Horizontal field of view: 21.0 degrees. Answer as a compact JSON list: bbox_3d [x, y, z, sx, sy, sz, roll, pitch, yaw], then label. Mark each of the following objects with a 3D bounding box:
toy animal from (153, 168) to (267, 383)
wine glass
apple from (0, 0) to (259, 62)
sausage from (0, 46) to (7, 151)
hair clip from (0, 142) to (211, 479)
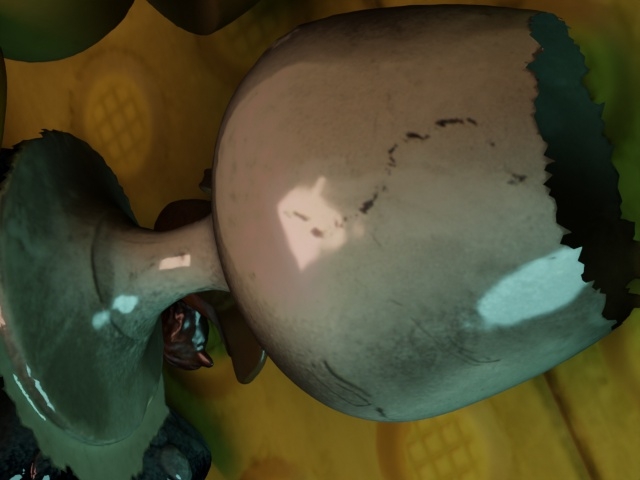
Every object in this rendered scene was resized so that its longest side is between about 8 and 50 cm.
[{"bbox_3d":[-0.047,0.041,1.134,0.188,0.089,0.179,40,127,31],"label":"toy animal"},{"bbox_3d":[0.000,0.000,0.947,0.323,0.238,0.238,-13,88,24],"label":"wine glass"},{"bbox_3d":[-0.140,-0.249,1.025,0.254,0.292,0.292,52,128,26],"label":"apple"},{"bbox_3d":[-0.264,0.010,1.020,0.134,0.116,0.354,44,135,22],"label":"sausage"},{"bbox_3d":[-0.226,0.091,1.220,0.194,0.206,0.310,-42,68,35],"label":"hair clip"}]
